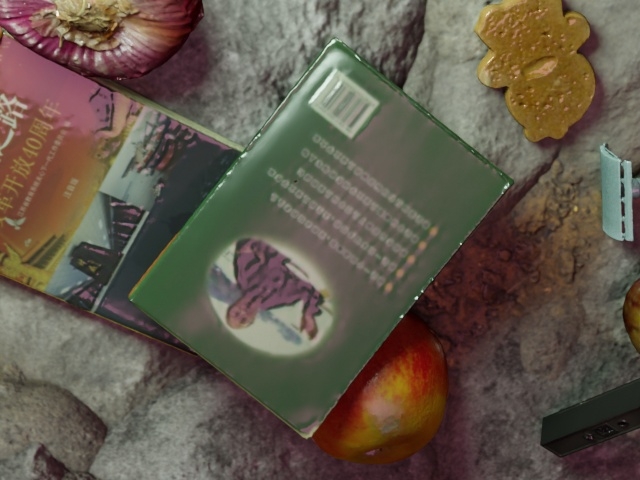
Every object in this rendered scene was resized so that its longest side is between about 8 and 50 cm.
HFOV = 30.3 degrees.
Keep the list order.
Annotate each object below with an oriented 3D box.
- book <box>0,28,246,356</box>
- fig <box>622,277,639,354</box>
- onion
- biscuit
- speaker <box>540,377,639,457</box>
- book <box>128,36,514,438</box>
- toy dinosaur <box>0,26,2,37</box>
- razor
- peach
[{"bbox_3d":[-0.241,-0.042,1.331,0.374,0.028,0.262,25,110,-19],"label":"book"},{"bbox_3d":[0.459,0.129,1.416,0.160,0.230,0.143,17,132,-25],"label":"fig"},{"bbox_3d":[-0.222,-0.270,1.160,0.230,0.163,0.230,0,147,0],"label":"onion"},{"bbox_3d":[0.247,-0.202,1.326,0.133,0.027,0.184,-40,116,10],"label":"biscuit"},{"bbox_3d":[0.359,0.222,1.487,0.040,0.046,0.191,32,140,-22],"label":"speaker"},{"bbox_3d":[0.000,0.000,1.309,0.260,0.043,0.371,39,95,-2],"label":"book"},{"bbox_3d":[-0.363,-0.250,1.212,0.041,0.026,0.113,-24,101,13],"label":"toy dinosaur"},{"bbox_3d":[0.445,-0.079,1.402,0.232,0.068,0.106,-13,118,-7],"label":"razor"},{"bbox_3d":[0.063,0.169,1.432,0.190,0.192,0.190,1,153,0],"label":"peach"}]
